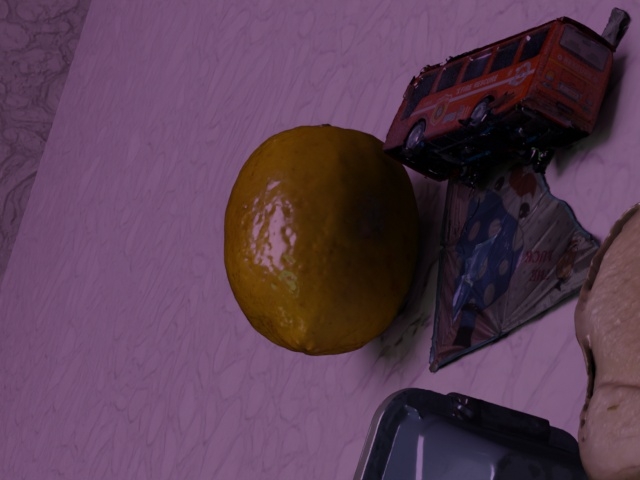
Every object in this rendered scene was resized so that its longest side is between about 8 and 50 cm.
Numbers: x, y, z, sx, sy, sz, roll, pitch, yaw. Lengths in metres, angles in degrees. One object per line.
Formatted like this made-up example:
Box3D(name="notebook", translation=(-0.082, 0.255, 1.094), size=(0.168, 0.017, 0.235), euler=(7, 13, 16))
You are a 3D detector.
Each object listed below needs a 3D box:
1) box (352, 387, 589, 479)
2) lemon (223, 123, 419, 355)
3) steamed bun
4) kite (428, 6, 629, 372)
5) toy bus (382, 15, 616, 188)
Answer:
Box3D(name="box", translation=(0.090, 0.211, 0.921), size=(0.130, 0.162, 0.227), euler=(12, 84, 59))
Box3D(name="lemon", translation=(0.000, 0.000, 1.303), size=(0.170, 0.170, 0.207), euler=(-33, 48, 59))
Box3D(name="steamed bun", translation=(0.212, 0.058, 0.798), size=(0.212, 0.110, 0.231), euler=(-61, 13, -21))
Box3D(name="kite", translation=(0.145, -0.035, 1.182), size=(0.314, 0.011, 0.335), euler=(-64, 22, 19))
Box3D(name="toy bus", translation=(0.127, -0.099, 1.182), size=(0.096, 0.073, 0.235), euler=(-66, 19, -13))
